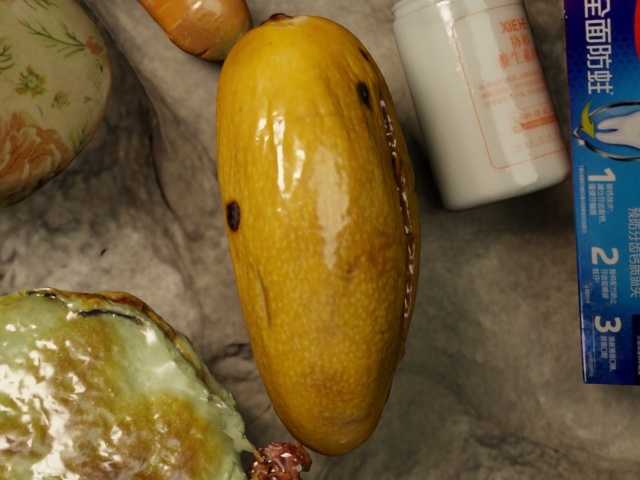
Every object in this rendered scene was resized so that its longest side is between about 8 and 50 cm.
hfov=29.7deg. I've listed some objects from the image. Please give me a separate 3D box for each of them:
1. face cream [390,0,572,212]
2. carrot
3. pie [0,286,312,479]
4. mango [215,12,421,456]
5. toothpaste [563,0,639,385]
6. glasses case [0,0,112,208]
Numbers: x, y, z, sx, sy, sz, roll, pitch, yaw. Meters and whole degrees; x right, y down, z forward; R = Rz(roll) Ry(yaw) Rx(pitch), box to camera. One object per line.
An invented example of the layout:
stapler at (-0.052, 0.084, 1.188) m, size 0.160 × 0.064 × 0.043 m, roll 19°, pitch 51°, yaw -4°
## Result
face cream at (0.105, -0.152, 0.889) m, size 0.101 × 0.101 × 0.251 m, roll -17°, pitch 91°, yaw -27°
carrot at (-0.148, -0.212, 0.798) m, size 0.271 × 0.066 × 0.062 m, roll 39°, pitch 25°, yaw -14°
pie at (-0.160, 0.159, 0.728) m, size 0.274 × 0.105 × 0.257 m, roll -41°, pitch 92°, yaw -24°
mango at (0.006, -0.002, 0.788) m, size 0.120 × 0.177 × 0.295 m, roll -12°, pitch 93°, yaw 12°
toothpaste at (0.222, -0.044, 0.869) m, size 0.066 × 0.076 × 0.320 m, roll -58°, pitch 144°, yaw -59°
glasses case at (-0.306, -0.183, 0.682) m, size 0.425 × 0.098 × 0.156 m, roll 39°, pitch 52°, yaw -18°
